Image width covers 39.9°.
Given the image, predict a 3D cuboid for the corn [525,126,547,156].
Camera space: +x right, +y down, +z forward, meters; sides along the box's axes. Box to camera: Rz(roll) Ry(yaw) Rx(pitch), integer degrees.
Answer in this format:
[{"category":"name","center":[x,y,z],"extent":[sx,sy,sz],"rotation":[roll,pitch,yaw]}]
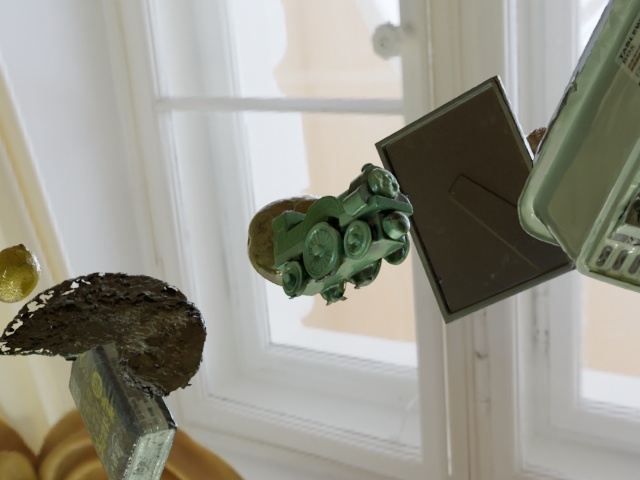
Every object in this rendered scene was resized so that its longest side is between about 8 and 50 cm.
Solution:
[{"category":"corn","center":[0.381,-0.111,1.415],"extent":[0.097,0.097,0.262],"rotation":[-5,-150,-1]}]

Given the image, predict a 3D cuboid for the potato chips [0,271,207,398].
[{"category":"potato chips","center":[-0.217,0.096,0.937],"extent":[0.219,0.029,0.202],"rotation":[26,-145,28]}]

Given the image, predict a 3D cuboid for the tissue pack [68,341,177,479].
[{"category":"tissue pack","center":[-0.346,0.282,1.499],"extent":[0.081,0.185,0.257],"rotation":[-9,-132,-35]}]

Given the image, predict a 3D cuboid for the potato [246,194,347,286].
[{"category":"potato","center":[0.000,0.000,1.500],"extent":[0.251,0.159,0.175],"rotation":[2,-119,-2]}]

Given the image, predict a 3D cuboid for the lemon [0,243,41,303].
[{"category":"lemon","center":[-0.505,0.059,1.446],"extent":[0.082,0.111,0.082],"rotation":[25,-156,-12]}]

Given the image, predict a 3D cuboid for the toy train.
[{"category":"toy train","center":[0.020,-0.004,0.876],"extent":[0.071,0.105,0.178],"rotation":[12,149,-36]}]

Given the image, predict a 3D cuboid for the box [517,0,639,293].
[{"category":"box","center":[0.295,-0.095,0.660],"extent":[0.220,0.291,0.166],"rotation":[15,-150,-12]}]

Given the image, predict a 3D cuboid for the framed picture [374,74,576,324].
[{"category":"framed picture","center":[0.212,-0.055,1.238],"extent":[0.211,0.290,0.020],"rotation":[-28,165,31]}]
